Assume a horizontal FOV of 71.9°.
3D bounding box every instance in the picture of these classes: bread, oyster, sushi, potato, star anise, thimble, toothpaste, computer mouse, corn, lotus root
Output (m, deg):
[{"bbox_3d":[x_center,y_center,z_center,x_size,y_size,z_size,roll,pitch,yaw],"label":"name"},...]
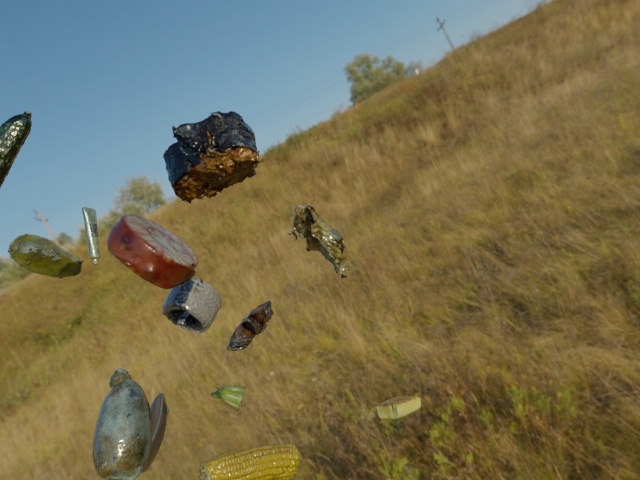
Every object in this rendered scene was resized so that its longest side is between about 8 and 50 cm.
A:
[{"bbox_3d":[0.359,0.761,2.024,0.188,0.068,0.125,1,-15,-45],"label":"bread"},{"bbox_3d":[-0.003,-0.003,1.640,0.133,0.337,0.197,-51,32,-18],"label":"oyster"},{"bbox_3d":[-0.372,-0.271,1.449,0.348,0.208,0.234,-27,-28,25],"label":"sushi"},{"bbox_3d":[-0.915,0.058,1.475,0.090,0.225,0.117,-8,57,60],"label":"potato"},{"bbox_3d":[-0.352,0.447,2.276,0.332,0.117,0.332,-53,-2,-3],"label":"star anise"},{"bbox_3d":[-0.563,0.037,1.492,0.114,0.295,0.327,-50,5,2],"label":"bread"},{"bbox_3d":[-0.540,0.272,1.856,0.246,0.217,0.157,99,-175,-54],"label":"thimble"},{"bbox_3d":[-0.903,-0.018,1.748,0.038,0.234,0.060,-14,-8,25],"label":"toothpaste"},{"bbox_3d":[-0.521,0.602,1.391,0.232,0.057,0.120,-88,9,-46],"label":"computer mouse"},{"bbox_3d":[-0.174,0.587,1.146,0.102,0.102,0.313,-25,-28,33],"label":"corn"},{"bbox_3d":[-0.549,0.512,1.254,0.139,0.322,0.158,-18,-36,7],"label":"lotus root"}]

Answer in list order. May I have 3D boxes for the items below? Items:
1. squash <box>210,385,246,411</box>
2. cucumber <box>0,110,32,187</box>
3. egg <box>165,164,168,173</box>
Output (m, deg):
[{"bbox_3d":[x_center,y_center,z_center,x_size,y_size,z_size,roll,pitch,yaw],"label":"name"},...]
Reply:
[{"bbox_3d":[-0.386,0.638,1.834,0.105,0.132,0.105,-161,90,-86],"label":"squash"},{"bbox_3d":[-0.649,-0.128,0.860,0.294,0.067,0.067,-66,10,-5],"label":"cucumber"},{"bbox_3d":[-0.583,-0.311,1.920,0.141,0.141,0.181,-24,-19,39],"label":"egg"}]
